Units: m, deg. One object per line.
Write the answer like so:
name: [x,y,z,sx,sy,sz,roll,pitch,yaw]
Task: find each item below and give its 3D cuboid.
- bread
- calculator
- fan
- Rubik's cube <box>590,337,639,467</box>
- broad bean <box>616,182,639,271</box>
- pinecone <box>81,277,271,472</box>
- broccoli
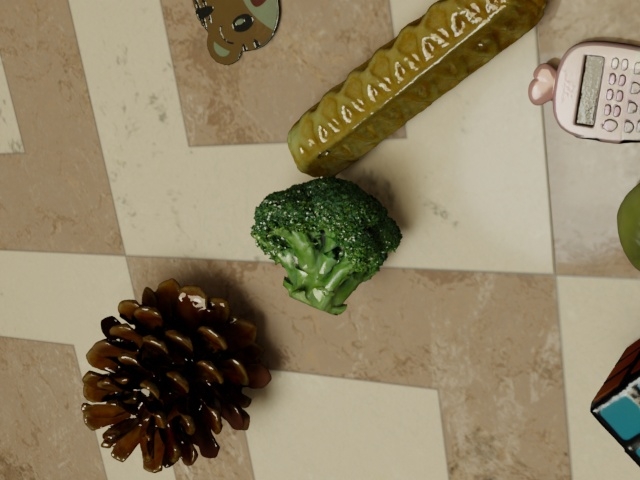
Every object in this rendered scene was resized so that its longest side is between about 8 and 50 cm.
bread: [0.094,-0.181,0.999,0.367,0.077,0.084,-34,85,38]
calculator: [0.296,-0.151,0.916,0.166,0.024,0.103,14,116,25]
fan: [-0.077,-0.313,1.092,0.227,0.008,0.152,-15,100,36]
Rubik's cube: [0.397,0.155,0.892,0.162,0.163,0.160,49,126,11]
broad bean: [0.380,-0.021,0.879,0.175,0.082,0.124,-9,106,33]
pinecone: [-0.215,0.199,1.241,0.264,0.264,0.264,12,115,28]
broccoli: [0.000,0.000,1.066,0.195,0.195,0.156,20,88,24]
